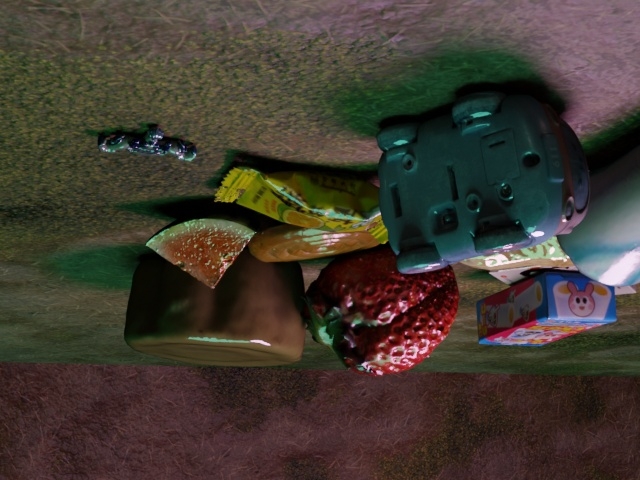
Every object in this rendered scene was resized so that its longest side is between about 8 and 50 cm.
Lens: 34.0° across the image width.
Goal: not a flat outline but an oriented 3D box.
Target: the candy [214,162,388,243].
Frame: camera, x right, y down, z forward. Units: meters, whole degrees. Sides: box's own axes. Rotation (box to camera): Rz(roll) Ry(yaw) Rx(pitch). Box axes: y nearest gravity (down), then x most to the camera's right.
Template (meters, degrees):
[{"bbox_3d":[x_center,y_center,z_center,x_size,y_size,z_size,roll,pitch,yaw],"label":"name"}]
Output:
[{"bbox_3d":[-0.004,-0.062,1.592,0.297,0.081,0.187,14,161,-14],"label":"candy"}]

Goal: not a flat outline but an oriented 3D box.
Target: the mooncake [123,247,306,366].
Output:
[{"bbox_3d":[-0.208,0.135,2.105,0.378,0.200,0.378,3,165,1],"label":"mooncake"}]

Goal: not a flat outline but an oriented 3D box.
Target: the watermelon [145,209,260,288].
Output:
[{"bbox_3d":[-0.174,-0.011,1.744,0.193,0.137,0.145,3,133,-46],"label":"watermelon"}]

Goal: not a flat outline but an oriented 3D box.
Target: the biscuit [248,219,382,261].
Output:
[{"bbox_3d":[0.000,0.001,1.844,0.262,0.037,0.262,-7,170,-1],"label":"biscuit"}]

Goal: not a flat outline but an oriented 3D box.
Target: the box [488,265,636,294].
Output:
[{"bbox_3d":[0.495,0.061,2.113,0.214,0.069,0.353,-9,162,27],"label":"box"}]

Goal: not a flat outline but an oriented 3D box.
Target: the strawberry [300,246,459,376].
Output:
[{"bbox_3d":[0.123,0.120,2.000,0.288,0.250,0.238,-34,-171,-14],"label":"strawberry"}]

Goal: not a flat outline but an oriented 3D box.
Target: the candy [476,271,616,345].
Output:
[{"bbox_3d":[0.449,0.143,2.112,0.157,0.100,0.306,4,163,-17],"label":"candy"}]

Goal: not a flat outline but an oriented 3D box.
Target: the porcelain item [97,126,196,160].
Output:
[{"bbox_3d":[-0.227,-0.134,1.405,0.136,0.021,0.075,4,160,-21],"label":"porcelain item"}]

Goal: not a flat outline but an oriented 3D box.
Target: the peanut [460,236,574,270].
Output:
[{"bbox_3d":[0.332,-0.015,1.695,0.290,0.130,0.130,-3,165,3],"label":"peanut"}]

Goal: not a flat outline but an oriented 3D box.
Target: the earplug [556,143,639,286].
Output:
[{"bbox_3d":[0.479,-0.069,1.432,0.185,0.185,0.324,3,160,-17],"label":"earplug"}]

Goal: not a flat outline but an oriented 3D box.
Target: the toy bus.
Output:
[{"bbox_3d":[0.226,-0.071,1.380,0.232,0.197,0.294,-1,168,-43],"label":"toy bus"}]
